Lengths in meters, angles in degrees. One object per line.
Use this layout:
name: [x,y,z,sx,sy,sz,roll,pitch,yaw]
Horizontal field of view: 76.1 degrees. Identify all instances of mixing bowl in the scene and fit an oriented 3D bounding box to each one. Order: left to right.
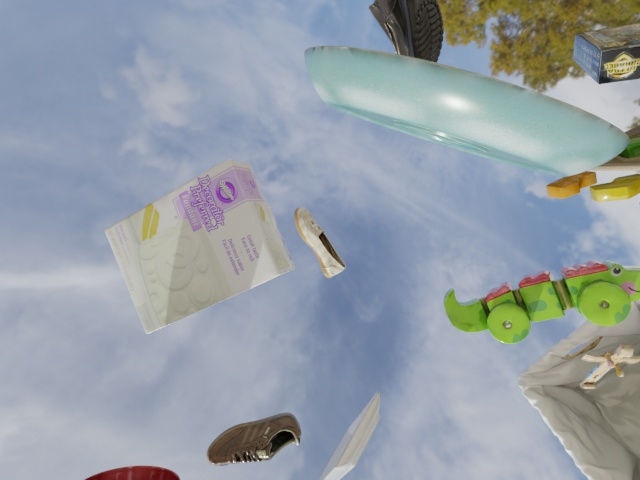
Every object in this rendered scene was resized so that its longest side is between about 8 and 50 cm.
mixing bowl: [-0.346,0.486,0.723,0.181,0.181,0.098,5,-99,-22]

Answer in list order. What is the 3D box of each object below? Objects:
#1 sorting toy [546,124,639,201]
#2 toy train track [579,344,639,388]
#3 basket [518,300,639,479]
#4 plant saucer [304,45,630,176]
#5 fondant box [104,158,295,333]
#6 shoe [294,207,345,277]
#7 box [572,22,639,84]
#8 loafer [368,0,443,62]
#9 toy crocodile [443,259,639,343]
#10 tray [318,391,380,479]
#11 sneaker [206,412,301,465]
sorting toy: [0.497,-0.131,0.573,0.307,0.229,0.041,-25,-71,-10]
toy train track: [0.257,0.119,0.368,0.048,0.083,0.014,1,-130,7]
basket: [0.673,0.337,0.832,0.266,0.328,0.331,22,-153,-34]
plant saucer: [0.130,-0.125,0.425,0.317,0.044,0.317,17,-165,-5]
fondant box: [-0.249,0.016,0.833,0.238,0.330,0.096,66,-164,3]
shoe: [0.000,0.000,1.136,0.219,0.058,0.076,61,-150,-12]
box: [0.523,-0.309,0.652,0.175,0.051,0.220,0,-149,21]
loafer: [0.114,-0.327,0.575,0.078,0.220,0.080,21,-123,40]
toy crocodile: [0.376,0.091,0.675,0.115,0.340,0.105,-10,-98,-63]
tray: [0.052,0.387,0.759,0.030,0.270,0.145,31,-127,14]
sneaker: [-0.129,0.398,0.802,0.188,0.071,0.066,-18,-72,-16]
